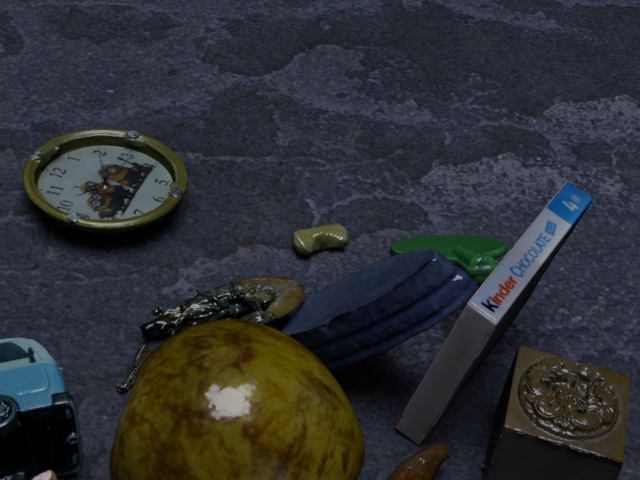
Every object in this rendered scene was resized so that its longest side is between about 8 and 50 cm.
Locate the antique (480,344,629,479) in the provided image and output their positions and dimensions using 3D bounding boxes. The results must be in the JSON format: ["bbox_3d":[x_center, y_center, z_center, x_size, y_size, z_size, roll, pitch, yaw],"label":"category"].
[{"bbox_3d":[0.281,0.226,1.406,0.147,0.148,0.152,16,41,5],"label":"antique"}]

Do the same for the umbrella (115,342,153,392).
[{"bbox_3d":[-0.230,0.160,1.488,0.031,0.020,0.083,47,42,-17],"label":"umbrella"}]

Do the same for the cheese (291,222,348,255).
[{"bbox_3d":[0.000,0.000,1.687,0.083,0.030,0.044,-12,40,-29],"label":"cheese"}]

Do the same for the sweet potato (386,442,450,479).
[{"bbox_3d":[0.085,0.328,1.332,0.078,0.058,0.255,28,47,-9],"label":"sweet potato"}]

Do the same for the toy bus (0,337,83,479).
[{"bbox_3d":[-0.416,0.201,1.331,0.271,0.133,0.164,-10,42,-16],"label":"toy bus"}]

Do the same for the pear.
[{"bbox_3d":[-0.088,0.220,1.265,0.281,0.280,0.280,5,43,-4],"label":"pear"}]

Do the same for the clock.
[{"bbox_3d":[-0.308,-0.077,1.702,0.237,0.057,0.237,5,41,-5],"label":"clock"}]

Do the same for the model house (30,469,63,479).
[{"bbox_3d":[-0.238,0.352,1.146,0.154,0.207,0.294,-6,45,-20],"label":"model house"}]

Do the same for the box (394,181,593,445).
[{"bbox_3d":[0.212,0.089,1.455,0.048,0.265,0.273,35,49,12],"label":"box"}]

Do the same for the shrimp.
[{"bbox_3d":[-0.120,0.093,1.520,0.217,0.051,0.150,-18,20,-15],"label":"shrimp"}]

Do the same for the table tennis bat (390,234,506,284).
[{"bbox_3d":[0.185,0.020,1.606,0.160,0.039,0.257,-5,9,-9],"label":"table tennis bat"}]

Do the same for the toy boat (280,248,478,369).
[{"bbox_3d":[0.069,0.085,1.448,0.078,0.283,0.127,52,42,-13],"label":"toy boat"}]
